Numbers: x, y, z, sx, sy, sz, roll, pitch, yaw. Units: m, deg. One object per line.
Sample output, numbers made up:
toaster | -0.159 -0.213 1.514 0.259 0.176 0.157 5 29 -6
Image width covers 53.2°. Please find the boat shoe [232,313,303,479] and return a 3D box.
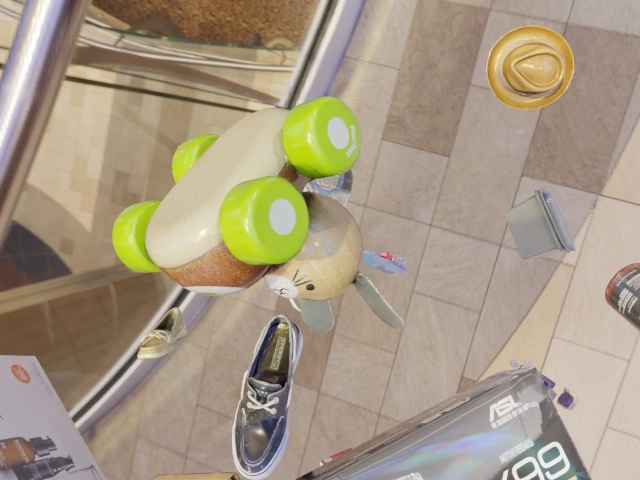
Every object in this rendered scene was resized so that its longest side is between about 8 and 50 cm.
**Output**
boat shoe | -0.099 0.285 1.186 0.108 0.102 0.302 12 71 10

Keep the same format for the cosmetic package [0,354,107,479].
cosmetic package | -0.527 0.373 1.109 0.097 0.284 0.377 -38 75 0

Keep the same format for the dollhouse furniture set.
dollhouse furniture set | 0.277 0.226 0.886 0.081 0.091 0.114 41 87 -30

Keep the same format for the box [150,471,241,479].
box | -0.139 0.392 0.882 0.201 0.021 0.165 -22 102 43

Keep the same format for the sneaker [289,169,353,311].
sneaker | 0.000 0.000 1.065 0.110 0.297 0.129 12 141 -1

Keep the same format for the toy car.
toy car | -0.023 0.013 0.471 0.155 0.149 0.188 -6 132 44

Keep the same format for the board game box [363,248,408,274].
board game box | 0.164 0.048 1.762 0.168 0.133 0.033 24 75 -12

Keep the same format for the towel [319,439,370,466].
towel | 0.192 0.622 1.751 0.237 0.328 0.037 20 112 51

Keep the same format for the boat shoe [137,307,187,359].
boat shoe | -0.269 0.159 1.085 0.056 0.153 0.048 -6 101 13

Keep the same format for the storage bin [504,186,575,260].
storage bin | 0.436 -0.024 1.280 0.091 0.098 0.135 -27 69 32

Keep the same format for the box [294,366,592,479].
box | 0.116 0.288 0.578 0.307 0.076 0.243 -20 81 -21

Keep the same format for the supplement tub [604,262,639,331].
supplement tub | 0.622 0.134 1.161 0.106 0.106 0.198 -55 36 17

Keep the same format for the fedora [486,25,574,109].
fedora | 0.461 -0.371 1.383 0.194 0.079 0.195 0 106 0
